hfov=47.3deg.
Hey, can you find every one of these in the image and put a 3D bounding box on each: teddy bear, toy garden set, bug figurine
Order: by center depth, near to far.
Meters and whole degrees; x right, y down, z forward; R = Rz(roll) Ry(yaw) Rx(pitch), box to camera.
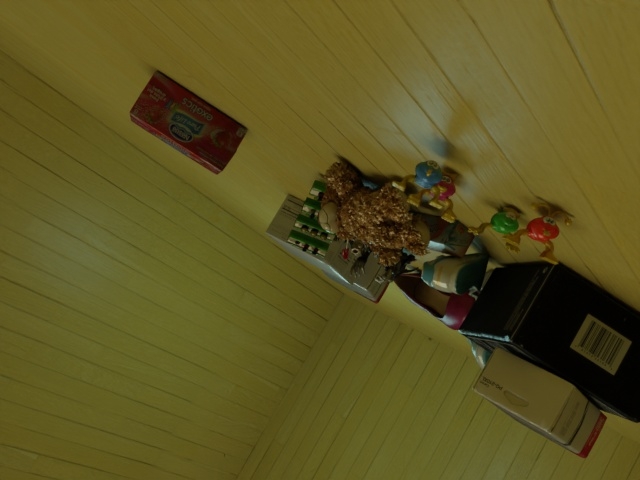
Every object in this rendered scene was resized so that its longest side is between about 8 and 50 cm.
[{"bbox_3d":[0.248,-0.055,1.156,0.279,0.072,0.216,26,179,1],"label":"bug figurine"},{"bbox_3d":[0.096,-0.049,1.533,0.338,0.113,0.245,28,159,43],"label":"teddy bear"},{"bbox_3d":[0.038,-0.022,1.836,0.204,0.049,0.244,21,139,-5],"label":"toy garden set"}]

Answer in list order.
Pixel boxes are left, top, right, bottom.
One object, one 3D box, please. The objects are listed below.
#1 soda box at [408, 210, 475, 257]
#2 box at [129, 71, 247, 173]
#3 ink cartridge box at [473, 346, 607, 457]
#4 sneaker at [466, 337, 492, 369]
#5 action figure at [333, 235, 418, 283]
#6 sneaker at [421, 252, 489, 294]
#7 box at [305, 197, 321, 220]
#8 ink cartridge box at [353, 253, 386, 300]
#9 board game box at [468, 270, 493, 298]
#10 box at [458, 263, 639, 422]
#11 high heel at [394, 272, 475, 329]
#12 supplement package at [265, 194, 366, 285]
[{"bbox_3d":[0.239,-0.015,1.539,0.063,0.058,0.183,34,172,-27],"label":"soda box"},{"bbox_3d":[-0.319,-0.277,1.762,0.257,0.122,0.128,32,174,-12],"label":"box"},{"bbox_3d":[0.423,0.313,1.402,0.172,0.100,0.237,25,171,41],"label":"ink cartridge box"},{"bbox_3d":[0.407,0.244,1.767,0.208,0.127,0.319,28,-173,43],"label":"sneaker"},{"bbox_3d":[0.152,0.051,2.049,0.276,0.141,0.164,36,160,-28],"label":"action figure"},{"bbox_3d":[0.292,0.063,1.549,0.092,0.087,0.229,14,-174,29],"label":"sneaker"},{"bbox_3d":[0.000,-0.080,1.979,0.058,0.087,0.232,28,172,1],"label":"box"},{"bbox_3d":[0.117,0.095,2.528,0.226,0.131,0.306,30,172,15],"label":"ink cartridge box"},{"bbox_3d":[0.514,0.177,1.754,0.305,0.053,0.193,30,174,7],"label":"board game box"},{"bbox_3d":[0.481,0.193,1.468,0.296,0.182,0.294,33,172,-5],"label":"box"},{"bbox_3d":[0.326,0.170,2.146,0.181,0.127,0.377,21,178,-7],"label":"high heel"},{"bbox_3d":[0.000,0.000,2.294,0.262,0.145,0.204,27,172,30],"label":"supplement package"}]
